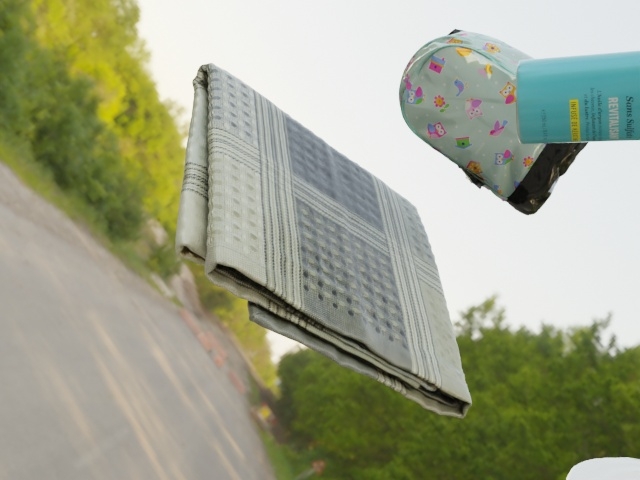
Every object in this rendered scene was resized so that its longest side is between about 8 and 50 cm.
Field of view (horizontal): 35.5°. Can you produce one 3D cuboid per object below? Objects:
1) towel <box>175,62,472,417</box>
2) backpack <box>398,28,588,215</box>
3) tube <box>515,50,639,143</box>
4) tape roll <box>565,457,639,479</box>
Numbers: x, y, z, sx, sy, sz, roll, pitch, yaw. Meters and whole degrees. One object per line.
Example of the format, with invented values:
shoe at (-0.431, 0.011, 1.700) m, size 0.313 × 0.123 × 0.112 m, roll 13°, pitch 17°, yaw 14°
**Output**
towel at (0.000, 0.000, 0.963) m, size 0.312 × 0.056 × 0.324 m, roll 33°, pitch 29°, yaw -28°
backpack at (0.165, -0.126, 0.954) m, size 0.182 × 0.152 × 0.115 m, roll 35°, pitch 18°, yaw 5°
tube at (0.224, -0.089, 0.603) m, size 0.080 × 0.207 × 0.052 m, roll 68°, pitch 26°, yaw -50°
tape roll at (0.285, 0.257, 0.671) m, size 0.286 × 0.100 × 0.286 m, roll 18°, pitch 11°, yaw -4°
